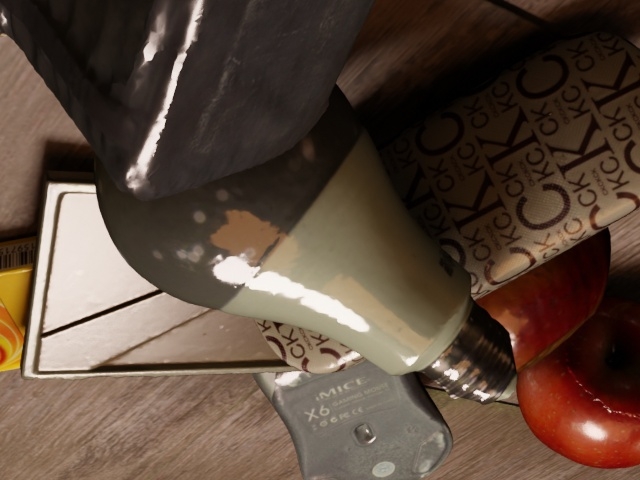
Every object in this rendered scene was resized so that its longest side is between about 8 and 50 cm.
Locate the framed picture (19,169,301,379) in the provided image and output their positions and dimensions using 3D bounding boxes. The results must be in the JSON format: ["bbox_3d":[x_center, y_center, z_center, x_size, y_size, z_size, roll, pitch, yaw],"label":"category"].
[{"bbox_3d":[-0.095,0.035,0.915,0.289,0.016,0.213,1,129,-22],"label":"framed picture"}]

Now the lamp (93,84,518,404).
[{"bbox_3d":[-0.002,-0.013,0.745,0.314,0.182,0.182,29,133,-19],"label":"lamp"}]

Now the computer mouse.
[{"bbox_3d":[0.025,0.136,1.111,0.167,0.090,0.379,-20,132,1],"label":"computer mouse"}]

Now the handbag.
[{"bbox_3d":[-0.063,-0.166,0.546,0.181,0.181,0.254,-24,155,-36],"label":"handbag"}]

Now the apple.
[{"bbox_3d":[0.285,0.147,1.108,0.181,0.181,0.168,-2,146,-12],"label":"apple"}]

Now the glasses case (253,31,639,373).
[{"bbox_3d":[0.097,-0.023,0.817,0.354,0.137,0.085,-31,171,17],"label":"glasses case"}]

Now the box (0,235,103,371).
[{"bbox_3d":[-0.301,0.065,0.942,0.269,0.043,0.152,-10,144,-2],"label":"box"}]

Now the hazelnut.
[{"bbox_3d":[0.156,0.026,0.934,0.201,0.160,0.170,-44,165,-17],"label":"hazelnut"}]
